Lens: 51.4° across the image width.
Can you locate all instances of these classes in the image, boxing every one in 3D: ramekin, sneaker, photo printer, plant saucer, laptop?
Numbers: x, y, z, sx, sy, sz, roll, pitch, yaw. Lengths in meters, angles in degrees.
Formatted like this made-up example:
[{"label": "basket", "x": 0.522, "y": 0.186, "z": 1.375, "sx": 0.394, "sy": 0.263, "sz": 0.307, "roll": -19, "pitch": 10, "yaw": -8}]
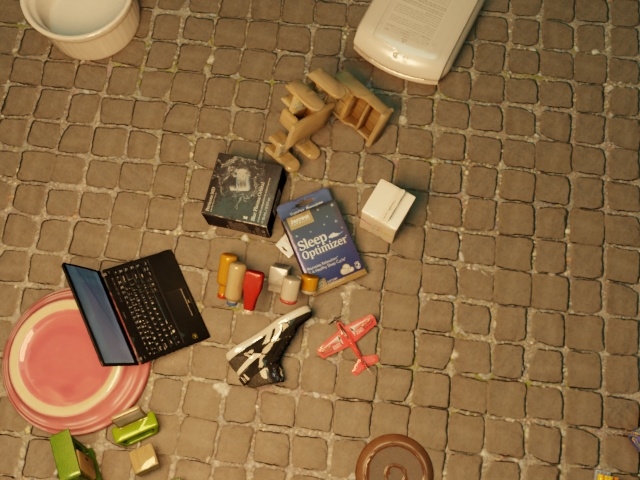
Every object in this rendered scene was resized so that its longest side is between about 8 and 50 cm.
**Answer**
[{"label": "ramekin", "x": -0.588, "y": -0.590, "z": 1.666, "sx": 0.277, "sy": 0.135, "sz": 0.277, "roll": 0, "pitch": 75, "yaw": 0}, {"label": "sneaker", "x": -0.090, "y": 0.246, "z": 1.471, "sx": 0.217, "sy": 0.079, "sz": 0.121, "roll": -33, "pitch": 80, "yaw": 1}, {"label": "photo printer", "x": 0.242, "y": -0.544, "z": 1.651, "sx": 0.256, "sy": 0.107, "sz": 0.307, "roll": 25, "pitch": 78, "yaw": 8}, {"label": "plant saucer", "x": -0.545, "y": 0.259, "z": 1.468, "sx": 0.332, "sy": 0.084, "sz": 0.332, "roll": 0, "pitch": 75, "yaw": 0}, {"label": "plant saucer", "x": 0.159, "y": 0.499, "z": 1.419, "sx": 0.168, "sy": 0.029, "sz": 0.168, "roll": 0, "pitch": 76, "yaw": 0}, {"label": "laptop", "x": -0.386, "y": 0.133, "z": 1.423, "sx": 0.264, "sy": 0.136, "sz": 0.234, "roll": -19, "pitch": 75, "yaw": -30}]

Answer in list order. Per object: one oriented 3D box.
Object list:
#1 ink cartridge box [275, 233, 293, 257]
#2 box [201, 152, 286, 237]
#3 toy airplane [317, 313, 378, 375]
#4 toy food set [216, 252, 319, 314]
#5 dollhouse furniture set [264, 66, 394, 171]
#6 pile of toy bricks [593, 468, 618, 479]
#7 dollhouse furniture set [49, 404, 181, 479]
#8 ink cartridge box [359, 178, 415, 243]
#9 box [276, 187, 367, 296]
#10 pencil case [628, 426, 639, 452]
[{"label": "ink cartridge box", "x": -0.060, "y": -0.001, "z": 1.554, "sx": 0.048, "sy": 0.028, "sz": 0.083, "roll": 44, "pitch": 80, "yaw": 9}, {"label": "box", "x": -0.176, "y": -0.105, "z": 1.552, "sx": 0.158, "sy": 0.093, "sz": 0.156, "roll": 12, "pitch": 76, "yaw": 5}, {"label": "toy airplane", "x": 0.074, "y": 0.234, "z": 1.490, "sx": 0.151, "sy": 0.028, "sz": 0.151, "roll": -1, "pitch": 76, "yaw": 2}, {"label": "toy food set", "x": -0.127, "y": 0.109, "z": 1.473, "sx": 0.232, "sy": 0.111, "sz": 0.104, "roll": 13, "pitch": 104, "yaw": 7}, {"label": "dollhouse furniture set", "x": 0.024, "y": -0.270, "z": 1.535, "sx": 0.161, "sy": 0.212, "sz": 0.242, "roll": 44, "pitch": 53, "yaw": 13}, {"label": "pile of toy bricks", "x": 0.666, "y": 0.524, "z": 1.362, "sx": 0.212, "sy": 0.105, "sz": 0.118, "roll": 11, "pitch": 76, "yaw": 4}, {"label": "dollhouse furniture set", "x": -0.382, "y": 0.503, "z": 1.321, "sx": 0.197, "sy": 0.151, "sz": 0.301, "roll": -22, "pitch": 62, "yaw": -13}, {"label": "ink cartridge box", "x": 0.150, "y": -0.067, "z": 1.508, "sx": 0.090, "sy": 0.143, "sz": 0.092, "roll": 29, "pitch": 77, "yaw": 8}, {"label": "box", "x": 0.000, "y": 0.000, "z": 1.526, "sx": 0.136, "sy": 0.036, "sz": 0.225, "roll": -23, "pitch": 85, "yaw": -9}, {"label": "pencil case", "x": 0.770, "y": 0.331, "z": 1.402, "sx": 0.133, "sy": 0.119, "sz": 0.306, "roll": 41, "pitch": 78, "yaw": -19}]
